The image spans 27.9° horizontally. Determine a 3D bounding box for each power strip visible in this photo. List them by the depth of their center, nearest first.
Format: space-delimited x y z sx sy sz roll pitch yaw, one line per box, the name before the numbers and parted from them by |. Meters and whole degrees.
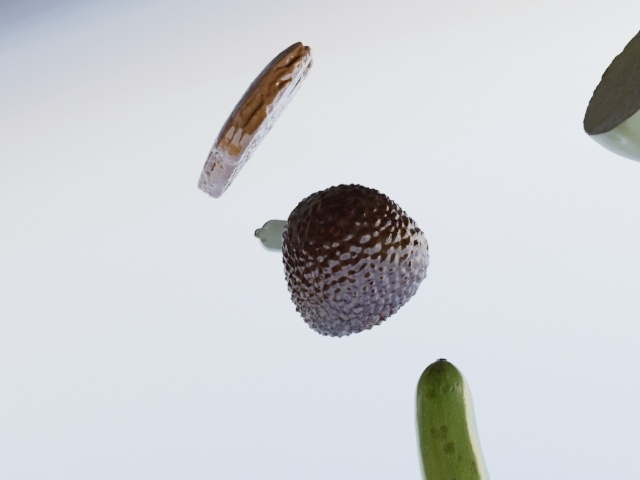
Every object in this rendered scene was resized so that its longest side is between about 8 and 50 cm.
power strip | 0.000 0.000 1.829 0.191 0.048 0.030 6 167 -6

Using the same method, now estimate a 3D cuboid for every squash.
squash | 0.168 0.253 1.744 0.095 0.188 0.095 -9 162 -3

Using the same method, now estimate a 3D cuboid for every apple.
apple | 0.437 -0.224 1.453 0.233 0.295 0.258 15 -161 14

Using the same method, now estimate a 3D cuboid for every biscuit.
biscuit | -0.054 -0.130 1.225 0.186 0.036 0.192 -55 -177 -22

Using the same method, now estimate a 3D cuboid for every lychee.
lychee | 0.037 0.019 1.588 0.194 0.195 0.194 -18 -166 5

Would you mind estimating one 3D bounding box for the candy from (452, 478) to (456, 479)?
candy | 0.158 0.351 1.524 0.046 0.053 0.182 -9 -156 5
